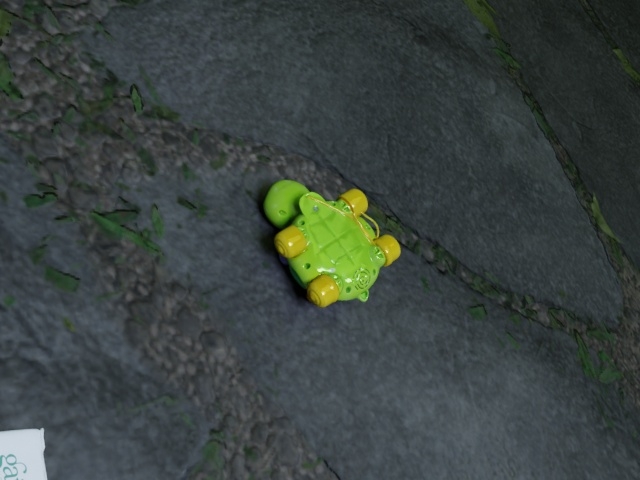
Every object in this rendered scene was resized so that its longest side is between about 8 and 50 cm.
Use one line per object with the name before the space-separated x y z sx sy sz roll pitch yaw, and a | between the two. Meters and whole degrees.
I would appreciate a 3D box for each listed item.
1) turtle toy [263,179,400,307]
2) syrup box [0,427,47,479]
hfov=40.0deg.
turtle toy | 0.000 0.000 0.756 0.095 0.066 0.130 -31 82 -27
syrup box | -0.243 0.150 0.387 0.237 0.096 0.093 4 61 -43
